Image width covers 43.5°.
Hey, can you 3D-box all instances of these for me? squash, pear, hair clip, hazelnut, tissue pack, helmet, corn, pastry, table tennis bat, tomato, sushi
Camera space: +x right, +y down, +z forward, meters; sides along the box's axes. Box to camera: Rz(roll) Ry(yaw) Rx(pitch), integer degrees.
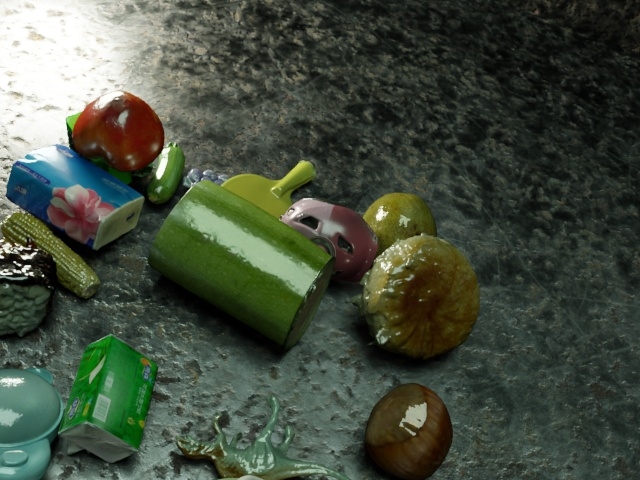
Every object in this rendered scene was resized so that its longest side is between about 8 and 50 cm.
[{"bbox_3d":[-0.409,-0.177,2.139,0.077,0.068,0.219,27,45,-22],"label":"squash"},{"bbox_3d":[0.207,-0.012,2.096,0.188,0.229,0.211,27,3,-37],"label":"pear"},{"bbox_3d":[-0.279,-0.125,2.164,0.195,0.052,0.124,14,58,-17],"label":"hair clip"},{"bbox_3d":[0.201,0.425,1.781,0.214,0.176,0.215,0,89,-25],"label":"hazelnut"},{"bbox_3d":[-0.452,0.336,1.670,0.148,0.156,0.209,40,37,-34],"label":"tissue pack"},{"bbox_3d":[0.000,0.000,2.030,0.253,0.198,0.154,38,25,29],"label":"helmet"},{"bbox_3d":[-0.637,0.029,1.890,0.288,0.086,0.086,38,50,11],"label":"corn"},{"bbox_3d":[0.249,0.137,1.958,0.329,0.330,0.136,-5,10,-21],"label":"pastry"},{"bbox_3d":[-0.172,0.055,1.899,0.384,0.263,0.263,31,49,7],"label":"squash"},{"bbox_3d":[-0.592,-0.113,1.955,0.269,0.137,0.209,30,25,9],"label":"tissue pack"},{"bbox_3d":[-0.137,-0.115,2.185,0.224,0.054,0.368,43,51,5],"label":"table tennis bat"},{"bbox_3d":[-0.503,-0.290,1.995,0.233,0.140,0.200,18,53,7],"label":"tomato"},{"bbox_3d":[-0.751,0.106,1.738,0.343,0.197,0.182,0,33,-24],"label":"sushi"}]

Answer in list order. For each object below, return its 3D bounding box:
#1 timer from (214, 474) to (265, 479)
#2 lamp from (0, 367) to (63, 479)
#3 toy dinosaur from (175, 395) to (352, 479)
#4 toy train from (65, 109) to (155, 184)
[{"bbox_3d":[-0.148,0.544,1.470,0.290,0.315,0.291,10,50,-12],"label":"timer"},{"bbox_3d":[-0.613,0.363,1.578,0.209,0.147,0.284,0,53,-24],"label":"lamp"},{"bbox_3d":[-0.099,0.455,1.707,0.392,0.092,0.205,29,48,5],"label":"toy dinosaur"},{"bbox_3d":[-0.552,-0.251,2.120,0.188,0.132,0.243,-27,63,-26],"label":"toy train"}]
